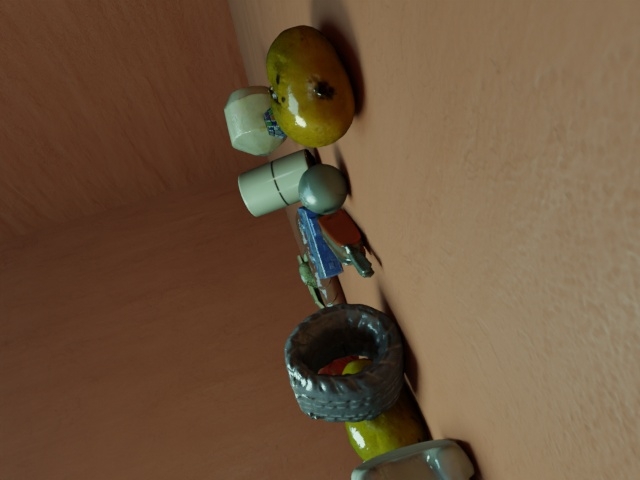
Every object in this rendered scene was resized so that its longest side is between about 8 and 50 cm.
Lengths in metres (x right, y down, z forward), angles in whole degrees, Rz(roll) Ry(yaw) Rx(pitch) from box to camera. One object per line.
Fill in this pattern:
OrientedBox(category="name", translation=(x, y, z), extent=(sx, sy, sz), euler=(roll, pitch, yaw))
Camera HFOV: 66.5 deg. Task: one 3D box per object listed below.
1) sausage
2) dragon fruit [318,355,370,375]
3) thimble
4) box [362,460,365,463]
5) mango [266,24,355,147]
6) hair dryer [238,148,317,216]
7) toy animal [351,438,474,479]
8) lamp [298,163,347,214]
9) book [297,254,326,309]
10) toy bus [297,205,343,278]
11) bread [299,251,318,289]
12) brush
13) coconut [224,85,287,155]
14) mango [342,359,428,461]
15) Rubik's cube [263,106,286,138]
OrientedBox(category="sausage", translation=(0.001, 0.081, 1.712), extent=(0.088, 0.088, 0.432), euler=(94, 158, -75))
OrientedBox(category="dragon fruit", translation=(0.112, 0.411, 1.451), extent=(0.317, 0.152, 0.205), euler=(59, -155, -48))
OrientedBox(category="thimble", translation=(0.051, 0.253, 0.977), extent=(0.205, 0.236, 0.172), euler=(53, 160, 45))
OrientedBox(category="box", translation=(0.181, 0.572, 1.182), extent=(0.133, 0.099, 0.182), euler=(38, 171, 9))
OrientedBox(category="mango", translation=(-0.028, -0.249, 0.785), extent=(0.295, 0.120, 0.177), euler=(-117, 13, -60))
OrientedBox(category="hair dryer", translation=(-0.084, -0.165, 1.422), extent=(0.362, 0.203, 0.128), euler=(-28, -83, -79))
OrientedBox(category="toy animal", translation=(0.183, 0.497, 0.734), extent=(0.241, 0.196, 0.367), euler=(68, -178, -59))
OrientedBox(category="lamp", translation=(0.005, -0.105, 1.004), extent=(0.105, 0.105, 0.105), euler=(162, 90, -84))
OrientedBox(category="book", translation=(0.008, 0.211, 1.934), extent=(0.228, 0.018, 0.322), euler=(49, -172, -32))
OrientedBox(category="toy bus", translation=(0.003, -0.001, 1.512), extent=(0.094, 0.079, 0.236), euler=(-5, 103, 68))
OrientedBox(category="bread", translation=(-0.008, 0.123, 1.834), extent=(0.172, 0.064, 0.232), euler=(56, -162, -14))
OrientedBox(category="brush", translation=(0.051, -0.008, 1.054), extent=(0.323, 0.070, 0.051), euler=(-124, 16, -61))
OrientedBox(category="coconut", translation=(-0.210, -0.394, 1.651), extent=(0.241, 0.241, 0.241), euler=(162, 90, -84))
OrientedBox(category="mango", translation=(0.128, 0.371, 1.061), extent=(0.262, 0.167, 0.130), euler=(-109, 19, -50))
OrientedBox(category="Rubik's cube", translation=(-0.118, -0.358, 1.445), extent=(0.111, 0.111, 0.093), euler=(86, -167, -67))
